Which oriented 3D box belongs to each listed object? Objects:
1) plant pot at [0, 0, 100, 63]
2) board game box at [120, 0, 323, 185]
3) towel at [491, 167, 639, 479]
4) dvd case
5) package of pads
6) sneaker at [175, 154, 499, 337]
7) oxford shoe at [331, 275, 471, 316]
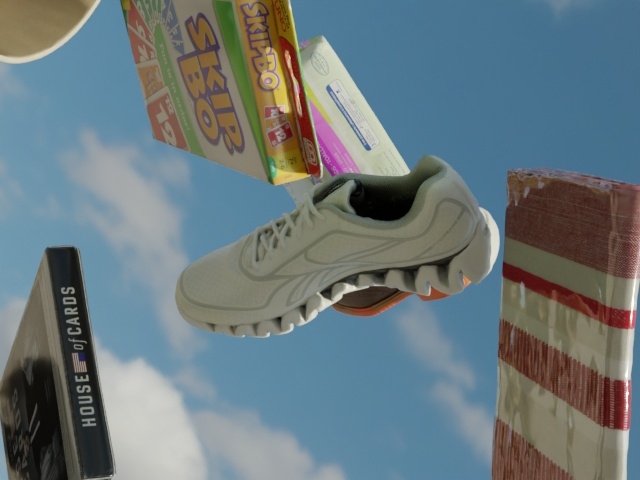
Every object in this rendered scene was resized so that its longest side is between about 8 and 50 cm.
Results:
[{"bbox_3d":[-0.366,-0.339,1.267,0.274,0.256,0.256,25,-40,20],"label":"plant pot"},{"bbox_3d":[-0.074,-0.115,0.909,0.259,0.039,0.124,21,-54,59],"label":"board game box"},{"bbox_3d":[0.184,0.113,0.991,0.237,0.037,0.329,-144,-124,-78],"label":"towel"},{"bbox_3d":[-0.202,0.141,0.985,0.238,0.029,0.179,123,-41,-51],"label":"dvd case"},{"bbox_3d":[-0.005,-0.120,1.600,0.229,0.101,0.296,56,-9,-5],"label":"package of pads"},{"bbox_3d":[0.000,0.000,1.135,0.118,0.292,0.110,57,23,-45],"label":"sneaker"},{"bbox_3d":[0.091,0.029,1.731,0.271,0.097,0.098,-19,-65,48],"label":"oxford shoe"}]
